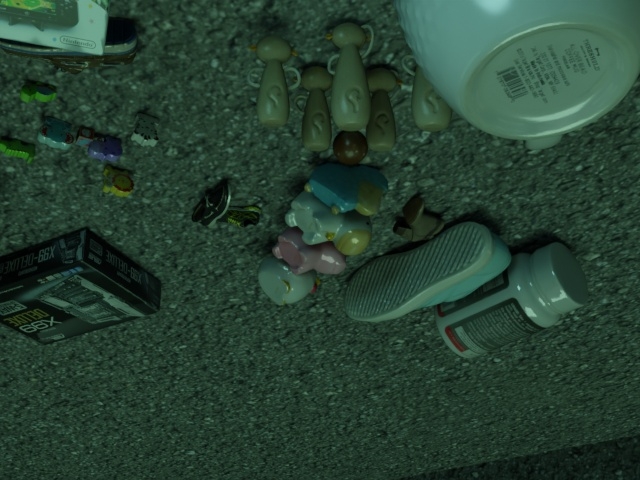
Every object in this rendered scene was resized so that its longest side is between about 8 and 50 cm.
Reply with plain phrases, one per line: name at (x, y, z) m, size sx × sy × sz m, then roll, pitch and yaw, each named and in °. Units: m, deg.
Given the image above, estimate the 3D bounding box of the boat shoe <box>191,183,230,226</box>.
boat shoe at (-0.192, -0.063, 1.431) m, size 0.038 × 0.046 × 0.125 m, roll 8°, pitch 154°, yaw -25°

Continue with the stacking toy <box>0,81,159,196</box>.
stacking toy at (-0.376, -0.152, 1.268) m, size 0.221 × 0.052 × 0.167 m, roll 16°, pitch 143°, yaw -25°

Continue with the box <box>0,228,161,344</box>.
box at (-0.516, 0.102, 1.633) m, size 0.308 × 0.076 × 0.242 m, roll -17°, pitch 145°, yaw 20°

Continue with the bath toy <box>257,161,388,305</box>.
bath toy at (0.000, 0.000, 1.480) m, size 0.151 × 0.129 × 0.348 m, roll 45°, pitch 140°, yaw 9°

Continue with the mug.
mug at (0.222, -0.259, 0.890) m, size 0.276 × 0.328 × 0.374 m, roll -11°, pitch 147°, yaw 13°

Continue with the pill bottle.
pill bottle at (0.387, 0.122, 1.655) m, size 0.161 × 0.161 × 0.283 m, roll 26°, pitch 138°, yaw -37°

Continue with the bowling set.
bowling set at (0.033, -0.208, 1.163) m, size 0.287 × 0.154 × 0.200 m, roll 2°, pitch 166°, yaw -9°

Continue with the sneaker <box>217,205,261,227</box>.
sneaker at (-0.150, -0.041, 1.474) m, size 0.083 × 0.035 × 0.031 m, roll -7°, pitch 147°, yaw 6°

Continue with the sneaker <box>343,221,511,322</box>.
sneaker at (0.216, 0.088, 1.618) m, size 0.366 × 0.135 × 0.150 m, roll -24°, pitch 145°, yaw 36°

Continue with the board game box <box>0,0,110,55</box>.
board game box at (-0.308, -0.359, 0.802) m, size 0.224 × 0.097 × 0.303 m, roll 7°, pitch 120°, yaw -16°

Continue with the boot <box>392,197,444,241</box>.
boot at (0.192, -0.038, 1.507) m, size 0.087 × 0.042 × 0.118 m, roll 6°, pitch 148°, yaw -25°

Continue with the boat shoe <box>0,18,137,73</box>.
boat shoe at (-0.340, -0.257, 1.093) m, size 0.183 × 0.066 × 0.066 m, roll 2°, pitch 149°, yaw -7°
